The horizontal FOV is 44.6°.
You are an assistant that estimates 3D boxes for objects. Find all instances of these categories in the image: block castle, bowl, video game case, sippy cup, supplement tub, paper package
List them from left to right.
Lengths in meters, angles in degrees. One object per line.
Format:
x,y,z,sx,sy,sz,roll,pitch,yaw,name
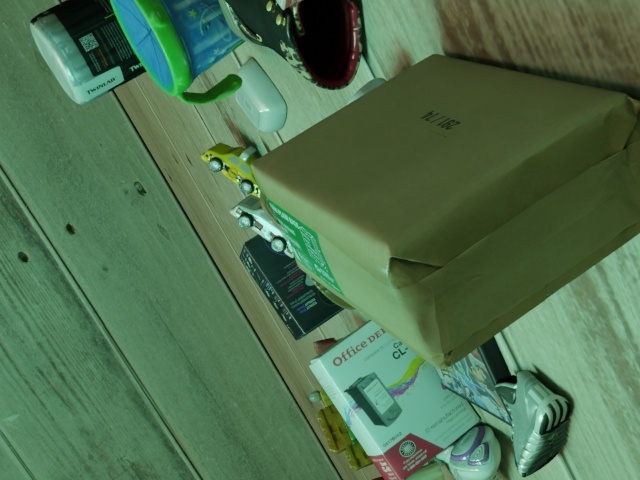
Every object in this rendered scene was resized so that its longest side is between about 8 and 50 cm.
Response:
-0.432,-0.459,1.697,0.207,0.338,0.207,51,163,22,supplement tub
-0.224,-0.410,1.387,0.240,0.224,0.305,55,164,12,sippy cup
-0.133,-0.296,1.649,0.142,0.053,0.142,53,164,8,bowl
0.116,0.467,1.891,0.303,0.213,0.453,79,168,-56,block castle
0.131,-0.053,0.866,0.325,0.309,0.168,35,153,55,paper package
0.260,0.204,1.470,0.275,0.035,0.248,63,163,-19,video game case

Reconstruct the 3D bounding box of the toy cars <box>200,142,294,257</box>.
-0.151,-0.122,1.879,0.087,0.176,0.393,-55,47,28,toy cars

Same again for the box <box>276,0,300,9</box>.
-0.015,-0.430,0.884,0.154,0.142,0.300,55,164,10,box

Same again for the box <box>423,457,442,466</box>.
0.252,0.559,2.098,0.126,0.072,0.137,56,163,2,box

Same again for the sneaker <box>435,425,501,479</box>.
0.340,0.473,1.648,0.152,0.114,0.305,48,171,7,sneaker

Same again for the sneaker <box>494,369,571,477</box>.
0.348,0.297,1.329,0.132,0.086,0.228,51,153,38,sneaker

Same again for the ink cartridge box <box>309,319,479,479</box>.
0.153,0.323,1.666,0.306,0.226,0.131,55,164,5,ink cartridge box

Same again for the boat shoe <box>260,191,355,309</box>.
0.000,0.000,1.756,0.342,0.123,0.123,49,-166,-1,boat shoe

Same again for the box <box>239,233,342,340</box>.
-0.062,0.092,1.966,0.270,0.165,0.143,56,164,7,box

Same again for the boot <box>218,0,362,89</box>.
-0.082,-0.403,1.138,0.284,0.138,0.377,45,164,40,boot

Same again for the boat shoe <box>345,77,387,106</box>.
0.096,-0.128,1.189,0.105,0.113,0.306,44,163,19,boat shoe
